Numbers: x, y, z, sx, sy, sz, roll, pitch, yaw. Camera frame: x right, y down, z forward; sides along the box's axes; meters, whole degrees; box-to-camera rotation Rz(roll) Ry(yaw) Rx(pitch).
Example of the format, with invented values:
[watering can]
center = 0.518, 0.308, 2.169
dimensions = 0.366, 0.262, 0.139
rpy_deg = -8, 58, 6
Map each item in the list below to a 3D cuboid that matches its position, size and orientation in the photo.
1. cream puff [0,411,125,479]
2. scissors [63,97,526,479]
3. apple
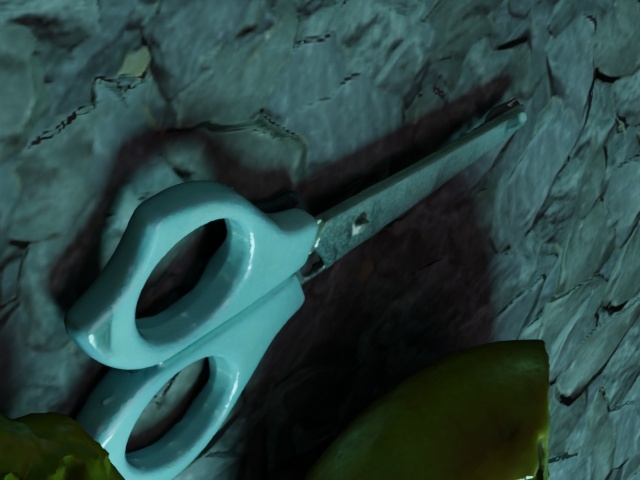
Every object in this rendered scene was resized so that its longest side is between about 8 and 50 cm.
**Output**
[cream puff]
center = -0.154, 0.204, 0.792
dimensions = 0.282, 0.185, 0.282
rpy_deg = -35, 143, -32
[scissors]
center = -0.001, -0.001, 0.994
dimensions = 0.360, 0.029, 0.191
rpy_deg = -35, 144, -39
[apple]
center = 0.072, 0.208, 1.123
dimensions = 0.254, 0.179, 0.346
rpy_deg = -28, 139, -24
